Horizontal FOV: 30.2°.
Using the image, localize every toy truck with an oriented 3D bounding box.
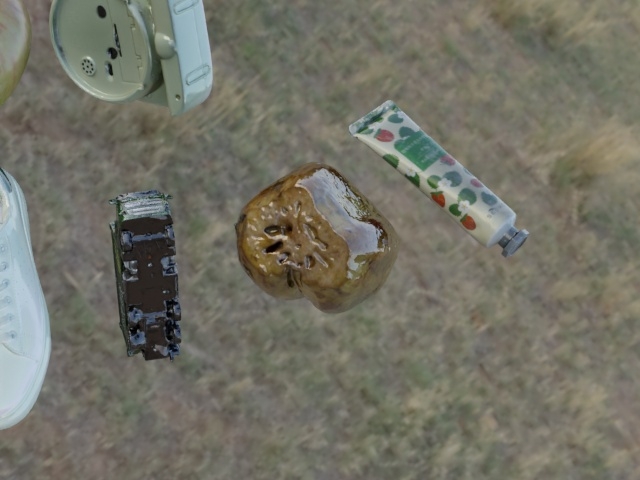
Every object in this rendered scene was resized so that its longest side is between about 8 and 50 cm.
[{"bbox_3d":[-0.246,0.049,1.681,0.088,0.259,0.121,-8,35,-14],"label":"toy truck"}]

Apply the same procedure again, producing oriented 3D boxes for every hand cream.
[{"bbox_3d":[0.162,-0.083,1.584,0.276,0.059,0.095,43,55,15],"label":"hand cream"}]

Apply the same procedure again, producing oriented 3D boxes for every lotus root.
[{"bbox_3d":[-0.005,0.008,1.474,0.193,0.193,0.291,59,11,10],"label":"lotus root"}]

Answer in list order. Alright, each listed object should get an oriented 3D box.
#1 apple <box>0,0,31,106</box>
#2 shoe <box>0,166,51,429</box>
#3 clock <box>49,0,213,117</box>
[{"bbox_3d":[-0.507,-0.267,1.557,0.260,0.194,0.261,13,54,-18],"label":"apple"},{"bbox_3d":[-0.429,0.052,1.513,0.160,0.131,0.363,87,-6,-70],"label":"shoe"},{"bbox_3d":[-0.344,-0.351,2.027,0.108,0.324,0.265,-43,132,-48],"label":"clock"}]
